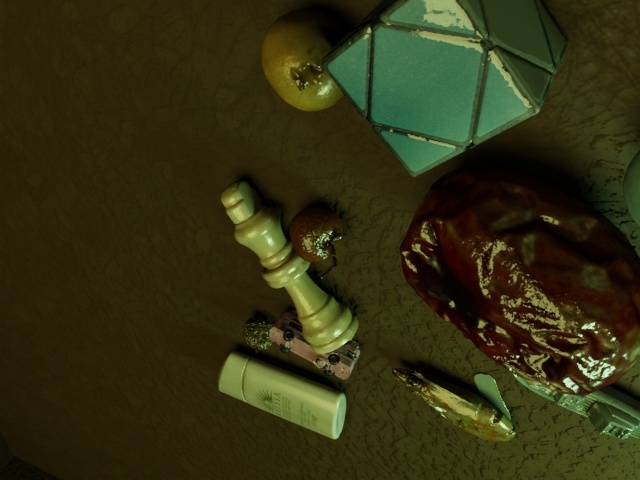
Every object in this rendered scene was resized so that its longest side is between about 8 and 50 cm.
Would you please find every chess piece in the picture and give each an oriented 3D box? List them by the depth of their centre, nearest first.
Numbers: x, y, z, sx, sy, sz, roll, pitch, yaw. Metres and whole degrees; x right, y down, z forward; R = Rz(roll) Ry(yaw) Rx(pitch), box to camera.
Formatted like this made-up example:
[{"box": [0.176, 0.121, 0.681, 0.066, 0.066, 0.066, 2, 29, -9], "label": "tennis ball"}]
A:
[{"box": [-0.074, 0.051, 1.330, 0.117, 0.117, 0.397, -19, 114, 41], "label": "chess piece"}]

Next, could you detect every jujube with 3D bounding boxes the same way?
[{"box": [0.309, 0.054, 0.984, 0.377, 0.276, 0.276, 30, 137, 11], "label": "jujube"}]

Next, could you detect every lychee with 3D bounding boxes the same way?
[{"box": [-0.003, -0.001, 1.232, 0.140, 0.114, 0.101, 43, 170, 16], "label": "lychee"}]

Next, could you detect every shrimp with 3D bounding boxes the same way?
[{"box": [0.280, 0.353, 1.409, 0.294, 0.062, 0.154, 33, 149, 5], "label": "shrimp"}]

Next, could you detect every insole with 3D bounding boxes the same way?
[{"box": [0.367, 0.349, 1.391, 0.064, 0.004, 0.188, -3, 125, 32], "label": "insole"}]

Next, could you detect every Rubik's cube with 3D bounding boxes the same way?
[{"box": [0.166, -0.244, 0.847, 0.205, 0.207, 0.205, -27, 108, 43], "label": "Rubik's cube"}]

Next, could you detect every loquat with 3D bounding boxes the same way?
[{"box": [-0.018, -0.271, 0.984, 0.163, 0.163, 0.137, 37, 117, -2], "label": "loquat"}]

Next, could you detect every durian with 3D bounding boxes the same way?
[{"box": [-0.146, 0.221, 1.538, 0.080, 0.091, 0.080, 9, 151, 5], "label": "durian"}]

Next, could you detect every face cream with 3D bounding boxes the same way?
[{"box": [-0.106, 0.386, 1.661, 0.348, 0.081, 0.174, 18, 134, 17], "label": "face cream"}]

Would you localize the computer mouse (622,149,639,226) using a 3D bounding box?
[{"box": [0.565, -0.040, 0.841, 0.371, 0.122, 0.188, 32, 141, -7], "label": "computer mouse"}]

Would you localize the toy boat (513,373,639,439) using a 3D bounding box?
[{"box": [0.481, 0.293, 1.211, 0.260, 0.085, 0.078, 24, 137, 12], "label": "toy boat"}]

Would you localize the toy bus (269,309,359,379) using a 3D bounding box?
[{"box": [-0.012, 0.230, 1.460, 0.203, 0.090, 0.063, 27, 137, 9], "label": "toy bus"}]
